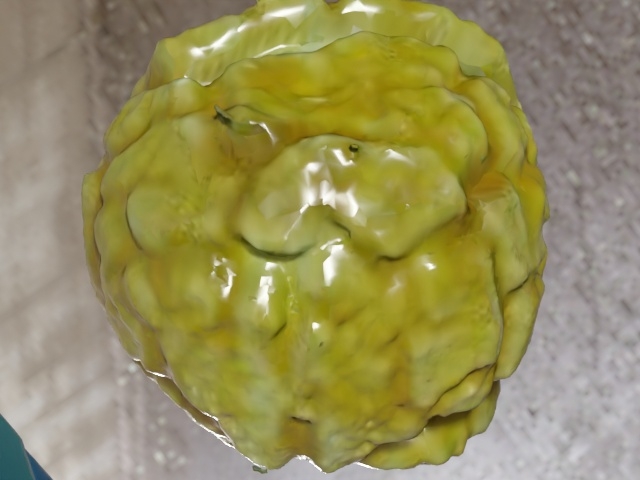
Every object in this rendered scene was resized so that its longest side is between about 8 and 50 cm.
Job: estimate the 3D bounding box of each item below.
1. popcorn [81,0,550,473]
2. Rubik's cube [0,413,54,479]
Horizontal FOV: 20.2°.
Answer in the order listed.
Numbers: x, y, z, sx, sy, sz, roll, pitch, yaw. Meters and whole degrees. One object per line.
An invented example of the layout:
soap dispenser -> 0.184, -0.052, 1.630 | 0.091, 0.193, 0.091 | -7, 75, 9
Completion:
popcorn -> -0.005, -0.006, 1.051 | 0.282, 0.282, 0.247 | 48, 144, 23
Rubik's cube -> -0.184, 0.264, 0.709 | 0.290, 0.291, 0.292 | 57, 180, -39
